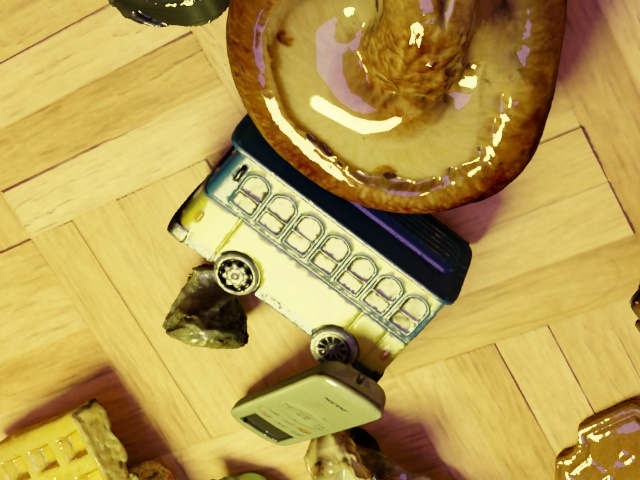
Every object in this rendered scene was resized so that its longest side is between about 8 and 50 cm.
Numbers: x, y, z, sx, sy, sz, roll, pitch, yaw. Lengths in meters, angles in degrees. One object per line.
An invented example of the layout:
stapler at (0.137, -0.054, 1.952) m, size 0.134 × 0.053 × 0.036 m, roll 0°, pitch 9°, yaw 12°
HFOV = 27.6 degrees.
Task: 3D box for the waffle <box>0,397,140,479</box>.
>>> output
waffle at (-0.302, 0.339, 1.649) m, size 0.221 × 0.055 × 0.248 m, roll -27°, pitch 90°, yaw 43°

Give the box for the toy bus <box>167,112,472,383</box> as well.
toy bus at (0.000, 0.000, 1.398) m, size 0.287 × 0.138 × 0.175 m, roll 37°, pitch 122°, yaw -4°

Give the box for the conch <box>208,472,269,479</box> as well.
conch at (-0.076, 0.350, 1.644) m, size 0.201 × 0.079 × 0.095 m, roll 46°, pitch 139°, yaw -19°

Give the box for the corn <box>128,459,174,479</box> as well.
corn at (-0.236, 0.391, 1.712) m, size 0.079 × 0.079 × 0.237 m, roll 16°, pitch 123°, yaw 9°

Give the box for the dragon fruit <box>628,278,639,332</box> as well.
dragon fruit at (0.409, 0.054, 1.270) m, size 0.192 × 0.274 × 0.193 m, roll -44°, pitch 130°, yaw -8°

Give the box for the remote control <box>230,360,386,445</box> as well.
remote control at (-0.019, 0.187, 1.469) m, size 0.090 × 0.038 × 0.309 m, roll 33°, pitch 155°, yaw -13°

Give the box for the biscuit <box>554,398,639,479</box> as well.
biscuit at (0.353, 0.289, 1.498) m, size 0.182 × 0.034 × 0.215 m, roll 32°, pitch 121°, yaw 0°

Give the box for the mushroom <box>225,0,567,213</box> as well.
mushroom at (0.068, -0.176, 1.214) m, size 0.345 × 0.259 × 0.345 m, roll 5°, pitch 118°, yaw 11°

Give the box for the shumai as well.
shumai at (-0.125, 0.073, 1.499) m, size 0.099 × 0.124 × 0.087 m, roll 9°, pitch 100°, yaw -17°

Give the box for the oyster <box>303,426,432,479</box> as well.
oyster at (0.108, 0.354, 1.520) m, size 0.337 × 0.198 × 0.133 m, roll 48°, pitch 134°, yaw -2°

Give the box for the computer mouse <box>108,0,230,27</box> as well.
computer mouse at (-0.133, -0.355, 1.291) m, size 0.168 × 0.087 × 0.295 m, roll 19°, pitch 108°, yaw 14°
